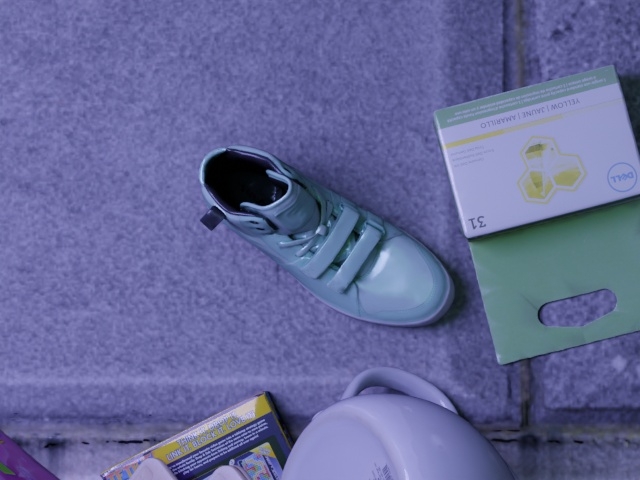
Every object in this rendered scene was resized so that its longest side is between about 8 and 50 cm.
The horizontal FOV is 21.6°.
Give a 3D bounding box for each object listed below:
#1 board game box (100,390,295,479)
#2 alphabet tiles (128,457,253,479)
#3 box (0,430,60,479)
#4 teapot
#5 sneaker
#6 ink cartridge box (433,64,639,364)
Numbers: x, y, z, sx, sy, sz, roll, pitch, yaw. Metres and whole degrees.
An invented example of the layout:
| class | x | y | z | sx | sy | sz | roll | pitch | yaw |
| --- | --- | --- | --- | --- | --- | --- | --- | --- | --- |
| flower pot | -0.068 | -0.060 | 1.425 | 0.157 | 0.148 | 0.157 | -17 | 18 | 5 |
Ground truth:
| class | x | y | z | sx | sy | sz | roll | pitch | yaw |
| --- | --- | --- | --- | --- | --- | --- | --- | --- | --- |
| board game box | -0.093 | 0.236 | 1.522 | 0.170 | 0.048 | 0.141 | -26 | 82 | 3 |
| alphabet tiles | -0.122 | 0.334 | 1.427 | 0.284 | 0.021 | 0.278 | -52 | 56 | 15 |
| box | -0.332 | 0.223 | 1.449 | 0.213 | 0.243 | 0.117 | 38 | 91 | 8 |
| teapot | 0.089 | 0.245 | 1.404 | 0.187 | 0.252 | 0.256 | 6 | 90 | -32 |
| sneaker | -0.001 | 0.000 | 1.477 | 0.256 | 0.151 | 0.094 | 28 | 88 | 6 |
| ink cartridge box | 0.211 | -0.022 | 1.507 | 0.171 | 0.056 | 0.235 | -14 | 83 | 4 |
